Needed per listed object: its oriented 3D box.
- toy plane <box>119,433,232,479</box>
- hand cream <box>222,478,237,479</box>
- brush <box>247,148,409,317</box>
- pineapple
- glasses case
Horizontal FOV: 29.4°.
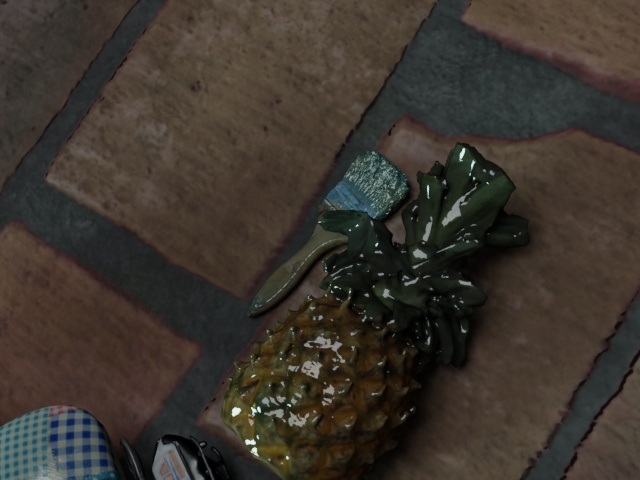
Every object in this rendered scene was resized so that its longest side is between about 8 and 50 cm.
[{"bbox_3d":[-0.107,0.238,1.034,0.078,0.053,0.197,-30,62,6],"label":"toy plane"},{"bbox_3d":[-0.219,0.303,1.079,0.336,0.076,0.121,-15,66,11],"label":"hand cream"},{"bbox_3d":[0.000,0.000,1.134,0.196,0.021,0.070,-46,54,0],"label":"brush"},{"bbox_3d":[0.047,0.058,1.009,0.170,0.141,0.310,39,82,-3],"label":"pineapple"},{"bbox_3d":[-0.195,0.291,1.010,0.125,0.076,0.327,-24,66,-3],"label":"glasses case"}]
